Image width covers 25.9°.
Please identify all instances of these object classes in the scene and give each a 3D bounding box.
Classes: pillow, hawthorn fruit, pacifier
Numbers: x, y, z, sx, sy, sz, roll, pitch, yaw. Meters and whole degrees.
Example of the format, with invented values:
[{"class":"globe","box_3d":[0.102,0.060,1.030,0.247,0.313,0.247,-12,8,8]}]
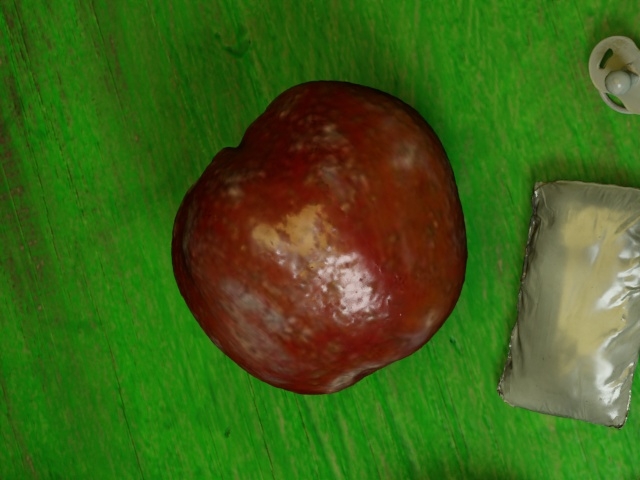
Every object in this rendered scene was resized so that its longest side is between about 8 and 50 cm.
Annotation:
[{"class":"pillow","box_3d":[0.241,0.057,1.289,0.128,0.051,0.229,14,100,24]},{"class":"hawthorn fruit","box_3d":[0.000,0.000,1.287,0.284,0.284,0.284,1,93,23]},{"class":"pacifier","box_3d":[0.273,-0.144,1.258,0.083,0.064,0.068,39,124,17]}]
